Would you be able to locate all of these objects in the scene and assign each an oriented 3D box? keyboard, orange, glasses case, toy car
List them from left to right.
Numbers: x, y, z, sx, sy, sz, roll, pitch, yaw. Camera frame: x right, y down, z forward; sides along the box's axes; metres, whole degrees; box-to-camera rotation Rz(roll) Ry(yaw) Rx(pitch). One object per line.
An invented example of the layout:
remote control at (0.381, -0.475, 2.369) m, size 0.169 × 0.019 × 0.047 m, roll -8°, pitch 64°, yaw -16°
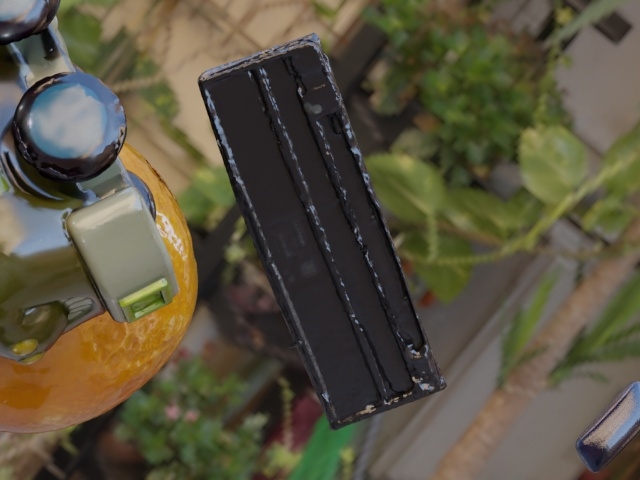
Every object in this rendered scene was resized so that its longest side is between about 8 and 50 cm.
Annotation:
toy car at (-0.209, -0.041, 0.960) m, size 0.248 × 0.198 × 0.204 m, roll 61°, pitch -8°, yaw 13°
orange at (-0.219, 0.023, 1.277) m, size 0.246 × 0.246 × 0.246 m, roll 38°, pitch 10°, yaw -8°
keyboard at (0.000, 0.000, 1.048) m, size 0.017 × 0.087 × 0.250 m, roll -100°, pitch 169°, yaw -70°
glasses case at (0.242, 0.150, 1.373) m, size 0.033 × 0.083 × 0.023 m, roll 50°, pitch -14°, yaw -18°
